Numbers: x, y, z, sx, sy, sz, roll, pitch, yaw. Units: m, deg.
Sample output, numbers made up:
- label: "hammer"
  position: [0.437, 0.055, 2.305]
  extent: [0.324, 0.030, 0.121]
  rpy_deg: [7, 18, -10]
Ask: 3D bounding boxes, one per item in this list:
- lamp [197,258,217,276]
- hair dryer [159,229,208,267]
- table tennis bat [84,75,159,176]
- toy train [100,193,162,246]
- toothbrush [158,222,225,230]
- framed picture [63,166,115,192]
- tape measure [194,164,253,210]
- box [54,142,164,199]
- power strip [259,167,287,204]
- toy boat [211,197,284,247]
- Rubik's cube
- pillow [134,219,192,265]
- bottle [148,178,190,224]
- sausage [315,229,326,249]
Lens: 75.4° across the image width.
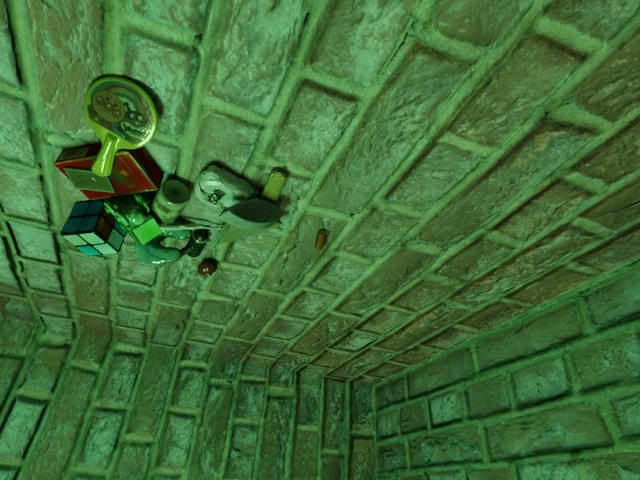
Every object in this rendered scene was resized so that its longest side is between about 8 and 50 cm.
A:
- label: "lamp"
  position: [-0.577, 0.139, 2.108]
  extent: [0.101, 0.090, 0.101]
  rpy_deg: [-18, 172, -3]
- label: "hair dryer"
  position: [-0.615, 0.044, 1.860]
  extent: [0.078, 0.248, 0.195]
  rpy_deg: [46, 138, 2]
- label: "table tennis bat"
  position: [-0.668, -0.356, 1.346]
  extent: [0.224, 0.054, 0.368]
  rpy_deg: [30, 120, -18]
- label: "toy train"
  position: [-0.753, -0.102, 1.658]
  extent: [0.243, 0.132, 0.188]
  rpy_deg: [33, 150, 36]
- label: "toothbrush"
  position: [-0.565, -0.059, 1.805]
  extent: [0.376, 0.028, 0.037]
  rpy_deg: [-2, 143, -16]
- label: "framed picture"
  position: [-0.847, -0.221, 1.523]
  extent: [0.149, 0.011, 0.109]
  rpy_deg: [7, 143, -3]
- label: "tape measure"
  position: [-0.388, -0.191, 1.593]
  extent: [0.196, 0.105, 0.178]
  rpy_deg: [24, 142, -28]
- label: "box"
  position: [-0.779, -0.263, 1.542]
  extent: [0.314, 0.089, 0.197]
  rpy_deg: [-5, 141, 13]
- label: "power strip"
  position: [-0.200, -0.183, 1.643]
  extent: [0.064, 0.044, 0.305]
  rpy_deg: [14, 143, -16]
- label: "toy boat"
  position: [-0.288, -0.072, 1.666]
  extent: [0.276, 0.111, 0.293]
  rpy_deg: [-8, 164, -25]
- label: "Rubik's cube"
  position: [-0.962, -0.053, 1.786]
  extent: [0.167, 0.183, 0.180]
  rpy_deg: [-4, 147, 14]
- label: "pillow"
  position: [-0.686, 0.004, 1.793]
  extent: [0.214, 0.233, 0.086]
  rpy_deg: [13, 149, 3]
- label: "bottle"
  position: [-0.619, -0.140, 1.676]
  extent: [0.120, 0.120, 0.253]
  rpy_deg: [22, 148, -25]
- label: "sausage"
  position: [0.000, 0.000, 1.886]
  extent: [0.039, 0.041, 0.131]
  rpy_deg: [-11, 149, -16]
